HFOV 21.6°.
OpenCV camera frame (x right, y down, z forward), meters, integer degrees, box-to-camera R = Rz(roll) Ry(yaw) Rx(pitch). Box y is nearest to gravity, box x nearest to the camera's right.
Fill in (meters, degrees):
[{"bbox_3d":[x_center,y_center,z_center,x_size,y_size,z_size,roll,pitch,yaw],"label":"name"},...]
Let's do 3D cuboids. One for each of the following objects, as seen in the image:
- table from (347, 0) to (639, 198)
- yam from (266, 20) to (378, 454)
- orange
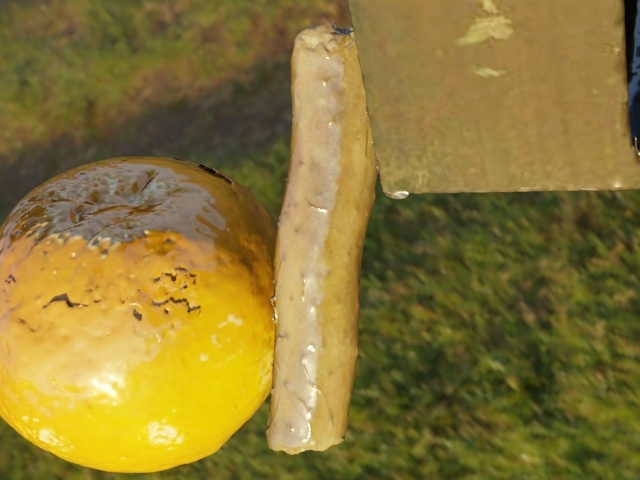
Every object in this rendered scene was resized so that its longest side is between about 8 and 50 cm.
[{"bbox_3d":[0.151,-0.168,0.504,0.282,0.251,0.196,-1,38,16],"label":"table"},{"bbox_3d":[0.000,0.000,0.918,0.056,0.056,0.241,20,110,50],"label":"yam"},{"bbox_3d":[-0.121,0.047,1.094,0.219,0.193,0.219,-14,16,4],"label":"orange"}]
